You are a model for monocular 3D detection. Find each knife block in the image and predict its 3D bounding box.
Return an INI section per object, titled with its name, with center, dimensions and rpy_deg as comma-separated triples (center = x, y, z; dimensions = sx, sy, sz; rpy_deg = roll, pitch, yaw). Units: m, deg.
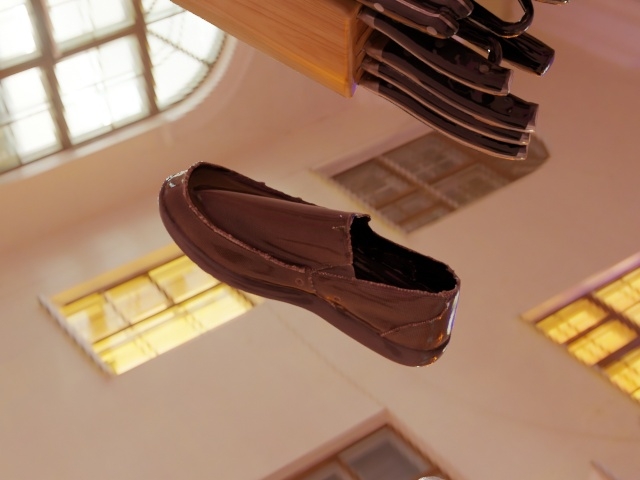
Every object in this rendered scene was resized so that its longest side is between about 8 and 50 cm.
[knife block]
center = 0.004, -0.144, 0.679
dimensions = 0.242, 0.088, 0.276
rpy_deg = 45, -19, -30

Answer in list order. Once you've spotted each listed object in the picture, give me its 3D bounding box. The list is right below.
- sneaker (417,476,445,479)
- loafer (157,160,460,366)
[sneaker]
center = 0.042, 0.271, 0.917
dimensions = 0.235, 0.153, 0.094
rpy_deg = -89, -166, -46
[loafer]
center = 0.000, 0.000, 1.311
dimensions = 0.366, 0.134, 0.130
rpy_deg = 26, -51, -6
